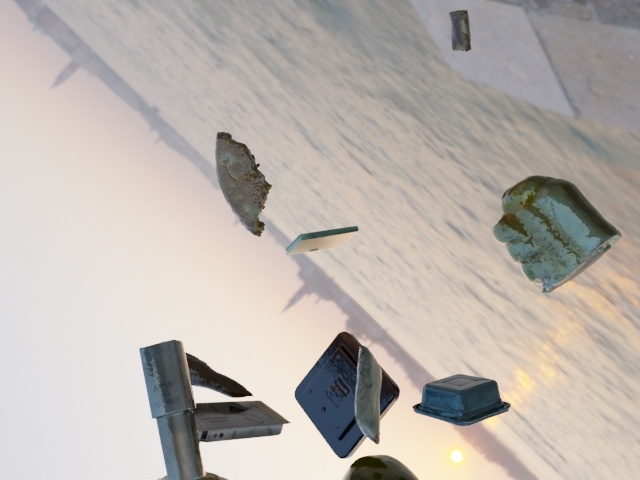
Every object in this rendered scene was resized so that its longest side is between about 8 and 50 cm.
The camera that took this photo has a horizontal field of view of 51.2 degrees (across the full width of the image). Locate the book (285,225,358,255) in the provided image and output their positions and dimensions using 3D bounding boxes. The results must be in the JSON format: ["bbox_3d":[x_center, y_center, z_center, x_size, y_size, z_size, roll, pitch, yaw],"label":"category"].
[{"bbox_3d":[0.000,0.000,1.405,0.103,0.134,0.017,-43,61,60],"label":"book"}]

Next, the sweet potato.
[{"bbox_3d":[-0.279,0.305,1.533,0.273,0.067,0.067,24,175,10],"label":"sweet potato"}]

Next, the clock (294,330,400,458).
[{"bbox_3d":[0.065,0.441,1.930,0.049,0.273,0.279,23,-163,-49],"label":"clock"}]

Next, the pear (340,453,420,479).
[{"bbox_3d":[0.144,0.681,1.670,0.269,0.269,0.321,44,-165,-15],"label":"pear"}]

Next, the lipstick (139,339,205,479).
[{"bbox_3d":[-0.270,0.316,1.234,0.077,0.078,0.253,73,-179,-75],"label":"lipstick"}]

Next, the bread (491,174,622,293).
[{"bbox_3d":[0.712,-0.038,2.086,0.341,0.300,0.210,50,-156,21],"label":"bread"}]

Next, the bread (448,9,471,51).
[{"bbox_3d":[0.298,-0.447,1.423,0.047,0.036,0.083,17,126,47],"label":"bread"}]

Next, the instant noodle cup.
[{"bbox_3d":[0.307,0.342,1.460,0.179,0.070,0.157,-5,-176,-40],"label":"instant noodle cup"}]

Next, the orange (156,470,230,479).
[{"bbox_3d":[-0.253,0.621,1.305,0.329,0.249,0.329,15,-139,-14],"label":"orange"}]

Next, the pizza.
[{"bbox_3d":[-0.185,-0.142,1.584,0.056,0.134,0.271,-6,-118,-57],"label":"pizza"}]

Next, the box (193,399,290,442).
[{"bbox_3d":[-0.193,0.386,1.432,0.247,0.033,0.129,10,-173,-42],"label":"box"}]

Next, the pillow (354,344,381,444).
[{"bbox_3d":[0.120,0.382,1.669,0.128,0.050,0.229,57,-153,-38],"label":"pillow"}]
